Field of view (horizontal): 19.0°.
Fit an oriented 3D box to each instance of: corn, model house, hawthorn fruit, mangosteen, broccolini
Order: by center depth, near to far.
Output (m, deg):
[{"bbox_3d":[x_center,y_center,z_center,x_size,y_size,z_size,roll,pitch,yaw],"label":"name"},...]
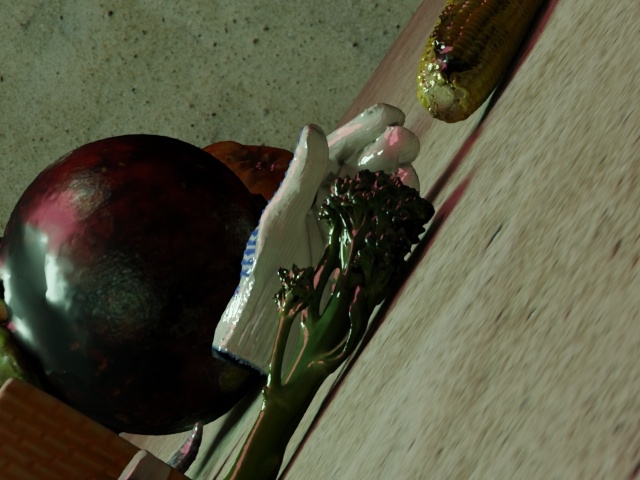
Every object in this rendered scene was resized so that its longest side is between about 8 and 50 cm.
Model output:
[{"bbox_3d":[-0.047,0.115,1.212,0.392,0.074,0.079,-57,-3,-23],"label":"broccolini"},{"bbox_3d":[-0.217,0.236,1.413,0.237,0.202,0.237,-59,4,-13],"label":"model house"},{"bbox_3d":[0.124,-0.166,1.443,0.072,0.072,0.203,-53,6,48],"label":"corn"},{"bbox_3d":[-0.180,0.048,1.785,0.311,0.311,0.311,-56,4,6],"label":"mangosteen"},{"bbox_3d":[-0.089,-0.009,2.184,0.179,0.179,0.200,-65,-11,-66],"label":"hawthorn fruit"}]

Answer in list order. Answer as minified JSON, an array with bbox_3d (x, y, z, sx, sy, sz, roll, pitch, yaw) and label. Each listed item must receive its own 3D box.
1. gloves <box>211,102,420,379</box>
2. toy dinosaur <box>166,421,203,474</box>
[{"bbox_3d":[-0.004,0.000,1.397,0.229,0.119,0.097,-54,41,9],"label":"gloves"},{"bbox_3d":[-0.186,0.286,1.625,0.162,0.077,0.294,154,135,-74],"label":"toy dinosaur"}]
